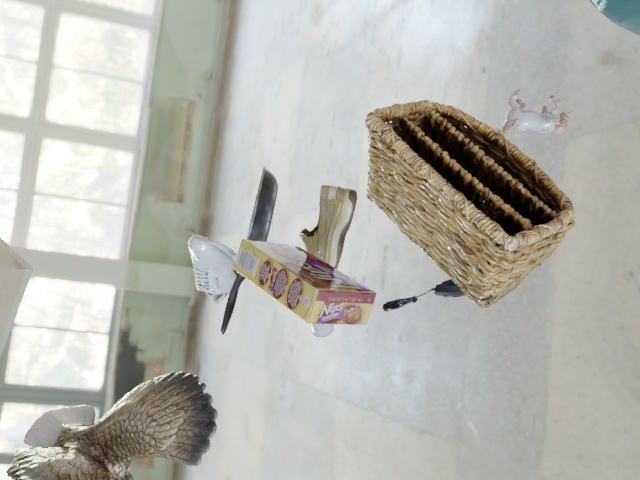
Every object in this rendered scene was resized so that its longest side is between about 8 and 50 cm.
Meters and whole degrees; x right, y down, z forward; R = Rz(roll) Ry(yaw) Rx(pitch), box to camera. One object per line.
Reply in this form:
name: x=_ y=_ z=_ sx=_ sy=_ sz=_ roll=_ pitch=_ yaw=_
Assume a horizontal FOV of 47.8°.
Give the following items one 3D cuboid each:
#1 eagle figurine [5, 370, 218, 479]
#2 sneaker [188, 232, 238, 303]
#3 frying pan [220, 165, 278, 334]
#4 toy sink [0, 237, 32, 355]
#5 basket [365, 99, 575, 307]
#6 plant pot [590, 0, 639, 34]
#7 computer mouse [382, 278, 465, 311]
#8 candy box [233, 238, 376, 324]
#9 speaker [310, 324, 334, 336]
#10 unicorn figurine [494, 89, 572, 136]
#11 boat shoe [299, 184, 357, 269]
eagle figurine: x=-0.284 y=0.291 z=0.955 sx=0.298 sy=0.225 sz=0.226 roll=122 pitch=158 yaw=-46
sneaker: x=-0.222 y=0.061 z=1.491 sx=0.094 sy=0.090 sz=0.235 roll=-59 pitch=-21 yaw=-15
frying pan: x=-0.124 y=-0.003 z=1.348 sx=0.326 sy=0.053 sz=0.197 roll=-85 pitch=10 yaw=-47
toy sink: x=-0.526 y=0.042 z=0.965 sx=0.234 sy=0.131 sz=0.152 roll=36 pitch=109 yaw=25
basket: x=0.233 y=-0.091 z=1.085 sx=0.299 sy=0.214 sz=0.223 roll=47 pitch=163 yaw=24
plant pot: x=0.508 y=-0.441 z=0.933 sx=0.235 sy=0.293 sz=0.292 roll=124 pitch=152 yaw=-84
computer mouse: x=0.255 y=0.129 z=1.659 sx=0.242 sy=0.071 sz=0.041 roll=-22 pitch=75 yaw=24
candy box: x=-0.025 y=0.056 z=1.004 sx=0.187 sy=0.109 sz=0.053 roll=28 pitch=105 yaw=47
speaker: x=-0.005 y=0.159 z=1.696 sx=0.055 sy=0.055 sz=0.136 roll=-116 pitch=12 yaw=-58
unicorn figurine: x=0.378 y=-0.224 z=1.337 sx=0.060 sy=0.162 sz=0.111 roll=62 pitch=-143 yaw=-48
boat shoe: x=0.000 y=0.000 z=1.152 sx=0.068 sy=0.072 sz=0.189 roll=-101 pitch=25 yaw=-74
